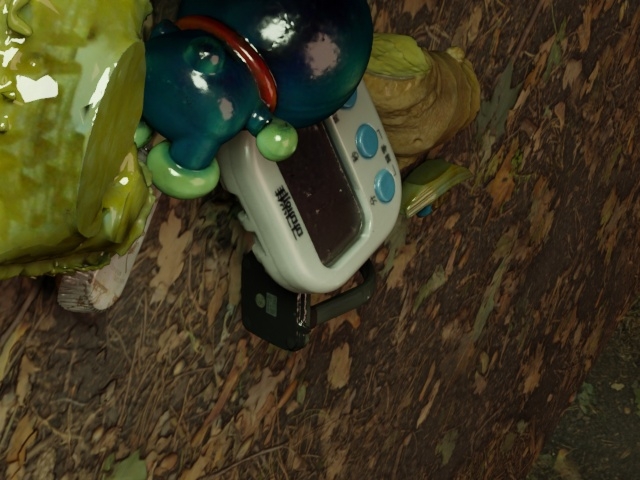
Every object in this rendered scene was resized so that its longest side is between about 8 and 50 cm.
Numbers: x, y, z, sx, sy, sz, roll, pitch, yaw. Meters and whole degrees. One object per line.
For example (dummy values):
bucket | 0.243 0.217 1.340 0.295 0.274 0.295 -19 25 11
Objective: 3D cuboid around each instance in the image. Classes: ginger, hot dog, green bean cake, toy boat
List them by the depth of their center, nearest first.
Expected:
green bean cake | -0.229 -0.110 1.146 0.285 0.202 0.310 -10 120 -63
hot dog | -0.213 -0.015 1.426 0.108 0.059 0.191 57 55 -69
ginger | 0.111 -0.193 1.849 0.190 0.126 0.354 -58 153 5
toy boat | 0.170 -0.079 2.121 0.172 0.065 0.066 -35 127 -41

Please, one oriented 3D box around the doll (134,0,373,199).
doll | -0.066 -0.185 1.400 0.322 0.198 0.186 -49 176 -40

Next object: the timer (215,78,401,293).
timer | -0.014 -0.083 1.646 0.237 0.087 0.262 -45 121 -38

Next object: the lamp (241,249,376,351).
lamp | 0.007 0.001 1.809 0.283 0.124 0.203 -34 130 -54
